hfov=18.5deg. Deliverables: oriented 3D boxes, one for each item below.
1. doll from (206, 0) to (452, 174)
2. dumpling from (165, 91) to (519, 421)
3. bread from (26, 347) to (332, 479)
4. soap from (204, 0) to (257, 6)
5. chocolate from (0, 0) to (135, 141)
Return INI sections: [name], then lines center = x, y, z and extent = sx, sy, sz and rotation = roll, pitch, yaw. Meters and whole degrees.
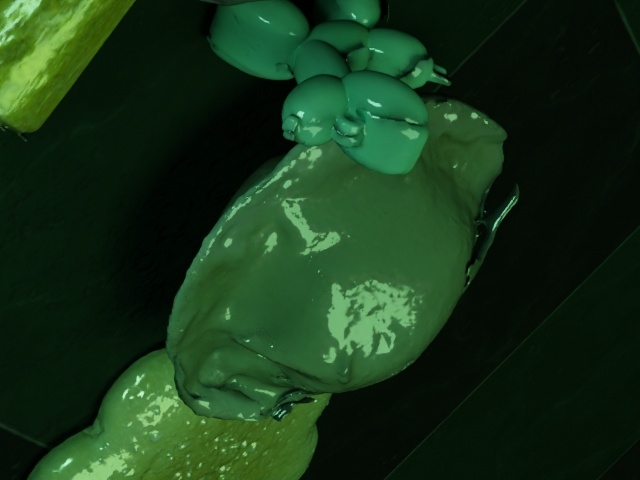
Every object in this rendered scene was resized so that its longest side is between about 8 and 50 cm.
[doll]
center = 0.010, -0.104, 1.204
extent = 0.159, 0.158, 0.059
rotation = -23, 146, -47
[dumpling]
center = -0.003, -0.003, 1.367
extent = 0.293, 0.163, 0.204
rotation = -43, 119, 0
[bread]
center = -0.107, 0.182, 1.558
extent = 0.316, 0.054, 0.316
rotation = -31, 149, -21
[soap]
center = -0.099, -0.207, 0.729
extent = 0.193, 0.324, 0.109
rotation = -41, 151, -7
[chocolate]
center = -0.116, -0.160, 1.042
extent = 0.219, 0.085, 0.085
rotation = -49, 152, 6
